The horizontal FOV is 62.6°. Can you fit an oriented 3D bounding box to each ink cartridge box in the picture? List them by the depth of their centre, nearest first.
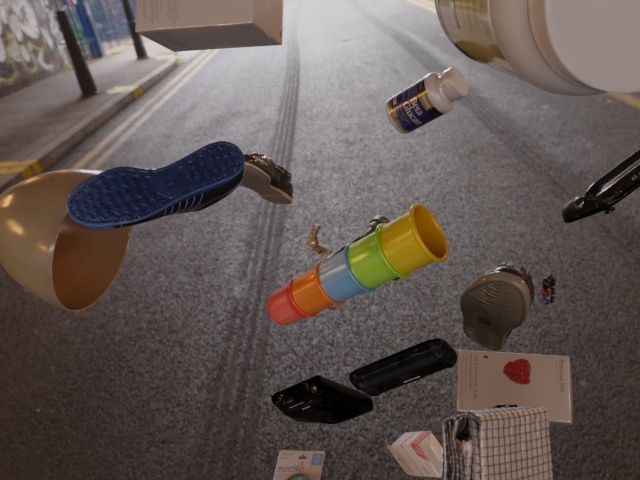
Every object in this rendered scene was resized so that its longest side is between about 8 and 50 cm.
[{"bbox_3d":[0.293,0.642,1.585,0.067,0.115,0.198,-32,-6,-30],"label":"ink cartridge box"}]

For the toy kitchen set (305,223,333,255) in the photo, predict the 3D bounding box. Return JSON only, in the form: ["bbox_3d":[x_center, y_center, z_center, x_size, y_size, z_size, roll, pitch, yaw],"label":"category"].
[{"bbox_3d":[0.000,0.000,1.653,0.083,0.075,0.068,25,14,14],"label":"toy kitchen set"}]

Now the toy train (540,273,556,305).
[{"bbox_3d":[0.634,0.143,1.470,0.036,0.158,0.027,-30,52,1],"label":"toy train"}]

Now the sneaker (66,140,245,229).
[{"bbox_3d":[-0.211,-0.062,0.710,0.232,0.081,0.090,-19,-13,-15],"label":"sneaker"}]

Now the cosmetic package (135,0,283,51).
[{"bbox_3d":[-0.306,-0.633,1.472,0.366,0.155,0.197,3,2,18],"label":"cosmetic package"}]

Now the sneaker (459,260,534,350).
[{"bbox_3d":[0.249,0.060,0.719,0.083,0.222,0.118,26,70,18],"label":"sneaker"}]

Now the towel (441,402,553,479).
[{"bbox_3d":[0.360,0.485,1.093,0.235,0.283,0.121,5,-10,-32],"label":"towel"}]

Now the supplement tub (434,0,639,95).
[{"bbox_3d":[0.283,-0.303,0.611,0.236,0.235,0.325,-11,27,0],"label":"supplement tub"}]

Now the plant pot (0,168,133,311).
[{"bbox_3d":[-0.527,-0.019,1.041,0.191,0.284,0.284,14,32,4],"label":"plant pot"}]

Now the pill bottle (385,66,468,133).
[{"bbox_3d":[0.237,-0.313,1.170,0.169,0.094,0.094,-23,14,42],"label":"pill bottle"}]

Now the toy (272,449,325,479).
[{"bbox_3d":[-0.039,0.511,0.956,0.056,0.137,0.237,3,74,39],"label":"toy"}]

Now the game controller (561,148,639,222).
[{"bbox_3d":[0.637,-0.137,1.072,0.319,0.166,0.067,-33,77,-12],"label":"game controller"}]

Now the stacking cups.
[{"bbox_3d":[0.045,0.051,0.840,0.316,0.096,0.096,-29,15,35],"label":"stacking cups"}]

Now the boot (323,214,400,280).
[{"bbox_3d":[0.100,0.063,1.178,0.076,0.189,0.208,-3,32,39],"label":"boot"}]

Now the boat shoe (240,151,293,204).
[{"bbox_3d":[-0.161,-0.189,1.462,0.112,0.095,0.335,0,-13,17],"label":"boat shoe"}]

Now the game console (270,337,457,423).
[{"bbox_3d":[0.096,0.282,1.031,0.361,0.213,0.044,-27,54,19],"label":"game console"}]

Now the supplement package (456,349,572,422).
[{"bbox_3d":[0.555,0.416,1.500,0.293,0.175,0.177,-3,70,26],"label":"supplement package"}]
